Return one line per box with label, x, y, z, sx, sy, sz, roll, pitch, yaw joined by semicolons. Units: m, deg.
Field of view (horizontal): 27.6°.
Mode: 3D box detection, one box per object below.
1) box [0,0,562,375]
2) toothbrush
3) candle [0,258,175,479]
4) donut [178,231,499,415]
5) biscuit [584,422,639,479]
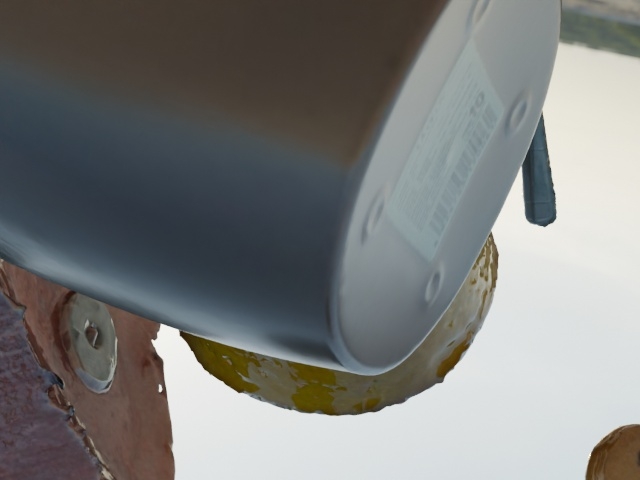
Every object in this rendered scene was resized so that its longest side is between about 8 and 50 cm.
box;-0.024;-0.076;0.641;0.216;0.301;0.301;25;-165;19
toothbrush;0.178;-0.138;1.125;0.030;0.297;0.030;-7;-148;9
candle;-0.237;0.082;1.078;0.131;0.317;0.287;-19;155;11
donut;0.003;0.000;1.042;0.278;0.277;0.108;15;152;21
biscuit;0.295;0.193;0.961;0.250;0.165;0.036;17;164;-30
